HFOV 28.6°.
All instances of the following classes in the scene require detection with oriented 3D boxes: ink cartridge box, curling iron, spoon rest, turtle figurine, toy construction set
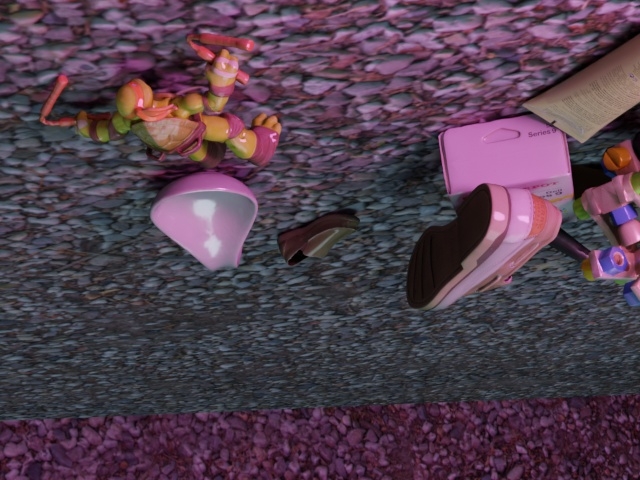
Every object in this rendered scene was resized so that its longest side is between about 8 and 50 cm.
[{"bbox_3d":[0.245,-0.080,1.615,0.154,0.093,0.212,-10,161,10],"label":"ink cartridge box"},{"bbox_3d":[0.321,-0.016,1.735,0.068,0.035,0.274,4,-166,-12],"label":"curling iron"},{"bbox_3d":[-0.141,-0.019,1.650,0.137,0.084,0.276,-9,164,3],"label":"spoon rest"},{"bbox_3d":[-0.135,-0.126,1.292,0.269,0.087,0.217,-18,161,29],"label":"turtle figurine"},{"bbox_3d":[0.449,-0.033,1.612,0.151,0.215,0.327,-25,169,36],"label":"toy construction set"}]

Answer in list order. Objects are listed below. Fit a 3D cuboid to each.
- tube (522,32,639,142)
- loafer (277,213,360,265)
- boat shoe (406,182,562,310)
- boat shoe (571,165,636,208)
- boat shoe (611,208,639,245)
[{"bbox_3d":[0.327,-0.176,1.400,0.062,0.070,0.240,-21,172,-30],"label":"tube"},{"bbox_3d":[0.000,0.000,1.835,0.148,0.050,0.056,-22,158,40],"label":"loafer"},{"bbox_3d":[0.198,0.022,1.581,0.103,0.113,0.302,8,160,-16],"label":"boat shoe"},{"bbox_3d":[0.390,-0.065,1.764,0.207,0.073,0.073,-4,161,-12],"label":"boat shoe"},{"bbox_3d":[0.576,-0.032,1.913,0.302,0.098,0.109,-1,162,-21],"label":"boat shoe"}]
